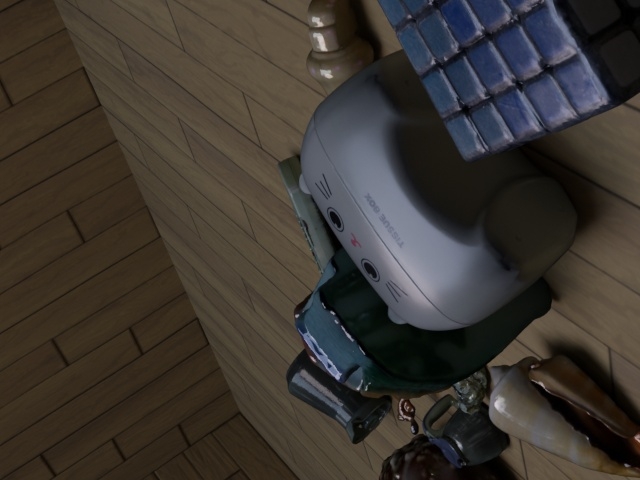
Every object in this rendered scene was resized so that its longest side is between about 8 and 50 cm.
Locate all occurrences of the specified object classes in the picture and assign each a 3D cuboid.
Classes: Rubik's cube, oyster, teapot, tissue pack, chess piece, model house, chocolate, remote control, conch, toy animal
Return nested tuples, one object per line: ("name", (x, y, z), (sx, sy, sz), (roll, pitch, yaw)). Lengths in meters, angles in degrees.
("Rubik's cube", (0.201, -0.232, 0.863), (0.237, 0.238, 0.237), (59, 161, -2))
("oyster", (0.237, 0.219, 1.855), (0.177, 0.064, 0.125), (55, 167, 12))
("teapot", (0.261, 0.351, 1.938), (0.149, 0.108, 0.111), (52, 160, 16))
("tissue pack", (0.133, -0.057, 1.314), (0.333, 0.229, 0.236), (56, 137, 6))
("chess piece", (0.054, -0.182, 1.573), (0.117, 0.117, 0.397), (35, 150, 51))
("teapot", (0.050, 0.352, 2.463), (0.225, 0.171, 0.203), (43, -170, 22))
("model house", (0.102, 0.118, 1.539), (0.252, 0.295, 0.329), (50, 152, 3))
("chocolate", (0.229, 0.491, 2.101), (0.210, 0.225, 0.340), (63, 164, 11))
("remote control", (-0.001, 0.000, 2.076), (0.145, 0.050, 0.344), (-113, 0, -60))
("conch", (0.360, 0.243, 1.515), (0.255, 0.127, 0.158), (30, 125, 13))
("toy animal", (0.122, 0.249, 2.175), (0.312, 0.097, 0.157), (34, 145, 48))
